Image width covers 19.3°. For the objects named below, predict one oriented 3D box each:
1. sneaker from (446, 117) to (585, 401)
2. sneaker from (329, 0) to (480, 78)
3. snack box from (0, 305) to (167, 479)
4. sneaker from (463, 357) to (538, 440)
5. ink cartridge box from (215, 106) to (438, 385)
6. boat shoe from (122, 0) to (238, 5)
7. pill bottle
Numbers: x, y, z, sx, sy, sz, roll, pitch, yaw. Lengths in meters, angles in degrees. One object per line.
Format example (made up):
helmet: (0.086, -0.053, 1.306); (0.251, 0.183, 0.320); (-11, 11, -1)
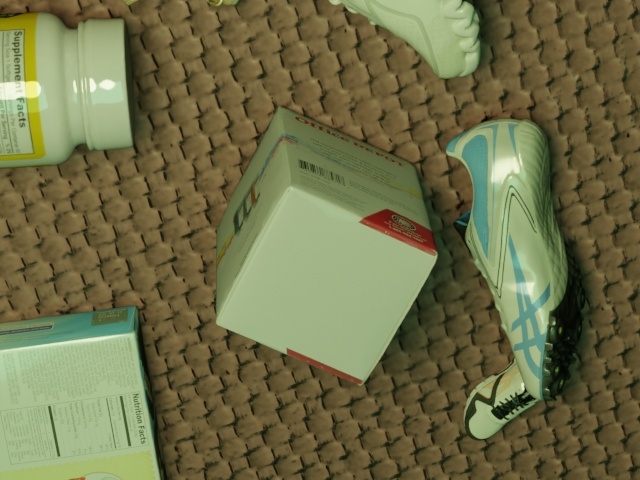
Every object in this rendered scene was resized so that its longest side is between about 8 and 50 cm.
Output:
sneaker: (0.158, 0.016, 1.522); (0.086, 0.085, 0.237); (-4, 105, 30)
sneaker: (0.022, -0.218, 1.378); (0.118, 0.110, 0.292); (-33, 129, 8)
snack box: (-0.222, 0.220, 1.590); (0.187, 0.060, 0.321); (-7, 113, -1)
sneaker: (0.161, 0.130, 1.592); (0.040, 0.043, 0.109); (34, 108, -18)
ink cartridge box: (0.000, 0.000, 1.454); (0.128, 0.176, 0.127); (23, 111, -13)
boat shoe: (-0.073, -0.206, 1.423); (0.170, 0.063, 0.059); (-21, 107, 4)
pill bottle: (-0.248, -0.112, 1.419); (0.209, 0.119, 0.119); (-4, 113, -3)
